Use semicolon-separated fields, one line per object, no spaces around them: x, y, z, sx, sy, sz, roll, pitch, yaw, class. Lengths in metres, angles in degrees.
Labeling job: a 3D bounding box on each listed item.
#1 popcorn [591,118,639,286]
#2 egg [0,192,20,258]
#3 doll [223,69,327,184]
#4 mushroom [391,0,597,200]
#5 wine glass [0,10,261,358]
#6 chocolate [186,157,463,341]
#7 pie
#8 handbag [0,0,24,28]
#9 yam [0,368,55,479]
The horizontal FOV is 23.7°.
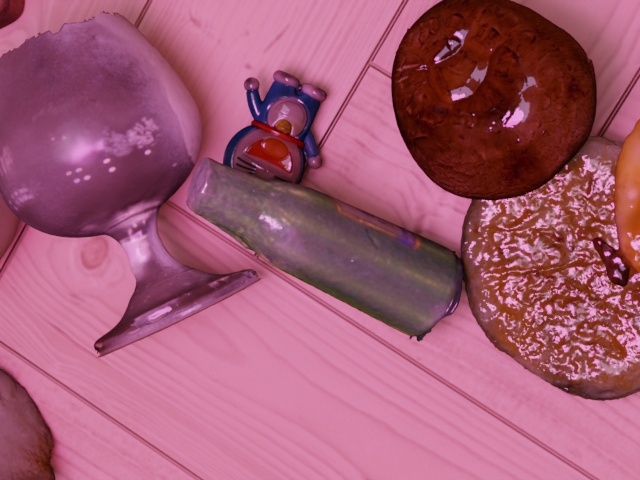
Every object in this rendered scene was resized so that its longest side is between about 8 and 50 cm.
0.439;-0.011;1.387;0.281;0.316;0.297;-36;64;40;popcorn
-0.443;-0.020;1.680;0.241;0.186;0.186;-23;88;12;egg
-0.051;-0.103;1.627;0.114;0.085;0.152;27;90;-8;doll
0.158;-0.147;1.517;0.231;0.138;0.194;23;80;37;mushroom
-0.217;-0.062;1.602;0.238;0.238;0.323;-24;86;15;wine glass
0.000;0.000;1.545;0.291;0.110;0.110;26;102;-20;chocolate
0.275;0.026;1.562;0.277;0.078;0.277;0;90;18;pie
-0.414;-0.320;1.709;0.151;0.072;0.193;-11;90;15;handbag
-0.466;0.277;1.710;0.300;0.195;0.195;-37;85;13;yam
